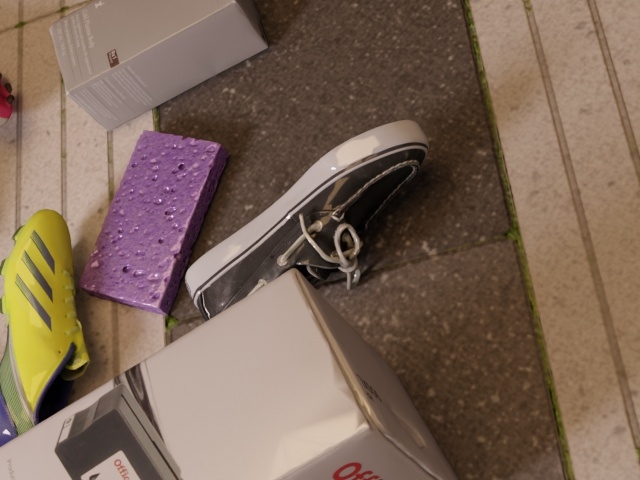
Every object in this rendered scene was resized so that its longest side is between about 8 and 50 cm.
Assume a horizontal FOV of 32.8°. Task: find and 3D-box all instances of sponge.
[{"bbox_3d":[-0.193,-0.025,1.264,0.117,0.031,0.210,11,71,27],"label":"sponge"}]

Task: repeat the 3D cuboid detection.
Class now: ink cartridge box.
[{"bbox_3d":[-0.104,0.232,0.960,0.395,0.285,0.166,-31,58,6],"label":"ink cartridge box"}]

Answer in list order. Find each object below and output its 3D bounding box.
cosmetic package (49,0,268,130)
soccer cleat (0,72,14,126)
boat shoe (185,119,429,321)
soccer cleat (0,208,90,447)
[{"bbox_3d":[-0.196,-0.251,1.328,0.238,0.107,0.127,-29,56,12],"label":"cosmetic package"},{"bbox_3d":[-0.523,-0.209,1.449,0.143,0.116,0.331,-52,53,5],"label":"soccer cleat"},{"bbox_3d":[-0.002,-0.001,1.128,0.306,0.113,0.105,-35,65,8],"label":"boat shoe"},{"bbox_3d":[-0.302,0.104,1.218,0.121,0.093,0.289,-2,70,19],"label":"soccer cleat"}]
